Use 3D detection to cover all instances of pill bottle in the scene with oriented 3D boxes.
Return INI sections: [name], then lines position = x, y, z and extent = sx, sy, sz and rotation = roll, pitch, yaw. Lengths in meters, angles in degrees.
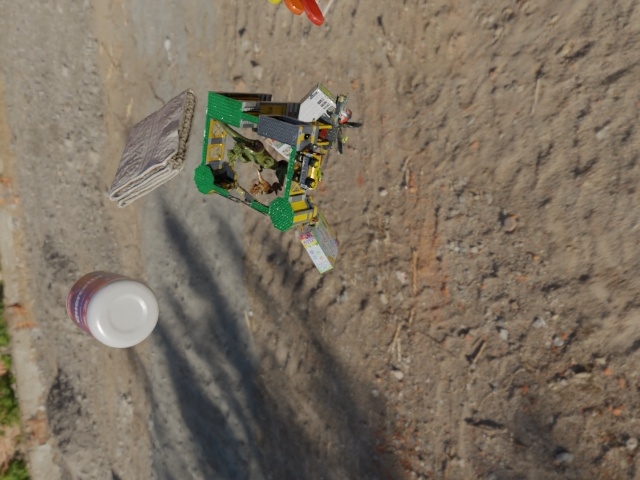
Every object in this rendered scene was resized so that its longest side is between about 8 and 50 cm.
[pill bottle]
position = -0.585, 0.179, 1.493
extent = 0.323, 0.181, 0.182
rotation = 3, 101, 52

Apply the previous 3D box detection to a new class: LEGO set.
[LEGO set]
position = -0.078, -0.167, 1.060
extent = 0.331, 0.192, 0.255
rotation = 16, 111, 37

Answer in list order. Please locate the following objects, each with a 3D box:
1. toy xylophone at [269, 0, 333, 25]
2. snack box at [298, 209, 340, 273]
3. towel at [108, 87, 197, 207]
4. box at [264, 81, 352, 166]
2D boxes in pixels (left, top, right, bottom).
[toy xylophone]
position = -0.104, -0.536, 1.002
extent = 0.081, 0.322, 0.236
rotation = -39, 60, 39
[snack box]
position = 0.000, 0.000, 1.251
extent = 0.037, 0.141, 0.100
rotation = -27, 106, 19
[towel]
position = -0.358, -0.206, 1.167
extent = 0.187, 0.049, 0.282
rotation = -26, 42, 20
[box]
position = -0.033, -0.285, 1.354
extent = 0.207, 0.114, 0.036
rotation = -36, 28, 34
